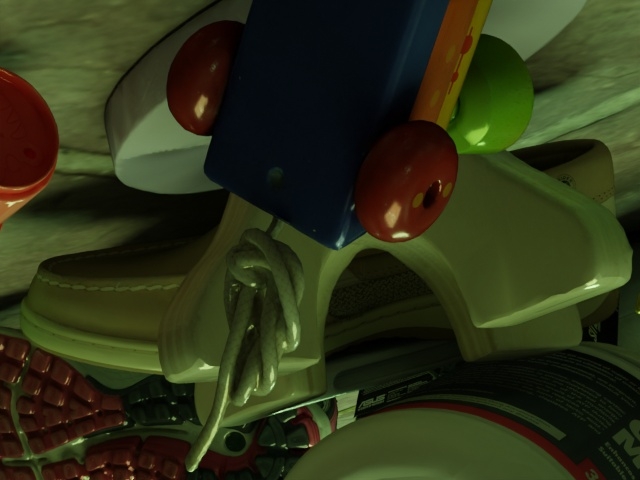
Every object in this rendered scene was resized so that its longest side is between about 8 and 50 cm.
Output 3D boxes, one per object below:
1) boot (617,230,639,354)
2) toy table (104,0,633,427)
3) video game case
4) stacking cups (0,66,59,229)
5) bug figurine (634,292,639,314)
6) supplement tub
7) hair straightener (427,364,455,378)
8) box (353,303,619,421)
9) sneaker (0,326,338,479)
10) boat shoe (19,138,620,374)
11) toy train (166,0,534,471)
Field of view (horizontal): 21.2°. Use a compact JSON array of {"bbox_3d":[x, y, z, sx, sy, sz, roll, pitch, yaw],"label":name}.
[{"bbox_3d":[0.162,0.120,1.393,0.222,0.118,0.338,-37,-178,-40],"label":"boot"},{"bbox_3d":[0.019,-0.021,0.780,0.252,0.161,0.274,-4,164,-34],"label":"toy table"},{"bbox_3d":[-0.008,0.046,1.044,0.193,0.023,0.212,-12,-161,-29],"label":"video game case"},{"bbox_3d":[-0.233,0.005,0.812,0.096,0.096,0.316,-2,157,-41],"label":"stacking cups"},{"bbox_3d":[0.274,0.022,1.110,0.072,0.216,0.279,13,172,23],"label":"bug figurine"},{"bbox_3d":[0.103,0.158,0.900,0.191,0.191,0.272,-22,178,27],"label":"supplement tub"},{"bbox_3d":[-0.004,0.068,1.104,0.089,0.047,0.230,-15,-156,-38],"label":"hair straightener"},{"bbox_3d":[0.127,0.081,1.286,0.180,0.147,0.077,-22,124,28],"label":"box"},{"bbox_3d":[-0.135,0.118,1.142,0.299,0.121,0.112,8,-167,16],"label":"sneaker"},{"bbox_3d":[0.000,0.000,0.960,0.341,0.110,0.121,-6,-163,-12],"label":"boat shoe"},{"bbox_3d":[0.024,-0.041,0.617,0.143,0.105,0.248,-14,128,-53],"label":"toy train"}]
